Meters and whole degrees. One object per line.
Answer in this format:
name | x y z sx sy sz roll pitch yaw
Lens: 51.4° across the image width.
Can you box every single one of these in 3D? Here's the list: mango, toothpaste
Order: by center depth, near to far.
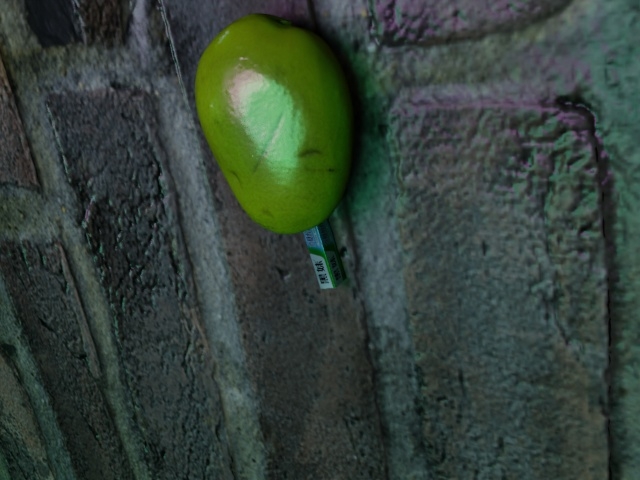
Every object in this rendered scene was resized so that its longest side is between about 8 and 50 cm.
mango | -0.028 -0.088 0.502 0.117 0.089 0.163 -19 104 25
toothpaste | 0.000 0.000 0.570 0.017 0.020 0.083 -7 108 34
